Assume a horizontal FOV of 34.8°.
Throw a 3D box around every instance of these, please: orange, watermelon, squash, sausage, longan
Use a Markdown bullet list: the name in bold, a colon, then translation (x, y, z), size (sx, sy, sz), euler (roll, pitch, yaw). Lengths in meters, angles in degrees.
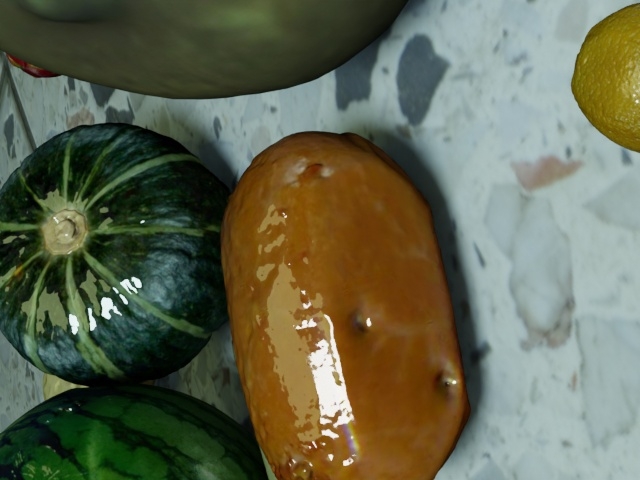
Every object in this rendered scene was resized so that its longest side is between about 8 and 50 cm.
- **orange**: translation (0.169, -0.081, 0.512), size (0.085, 0.085, 0.085), euler (17, 110, 56)
- **watermelon**: translation (-0.162, 0.294, 0.863), size (0.363, 0.363, 0.363), euler (17, 110, 56)
- **squash**: translation (-0.198, 0.014, 0.964), size (0.252, 0.165, 0.252), euler (-6, 74, 21)
- **sausage**: translation (0.014, 0.051, 0.713), size (0.141, 0.153, 0.268), euler (-26, 73, 62)
- **longan**: translation (-0.095, -0.245, 0.646), size (0.361, 0.361, 0.361), euler (17, 110, 56)

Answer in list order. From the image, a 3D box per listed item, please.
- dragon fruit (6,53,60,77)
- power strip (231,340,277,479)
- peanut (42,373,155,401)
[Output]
- **dragon fruit**: translation (-0.334, -0.235, 1.285), size (0.190, 0.094, 0.094), euler (37, 128, 28)
- **power strip**: translation (0.010, 0.201, 0.807), size (0.066, 0.092, 0.387), euler (-37, 65, 52)
- **peanut**: translation (-0.227, 0.097, 1.137), size (0.130, 0.130, 0.290), euler (49, 128, 42)
